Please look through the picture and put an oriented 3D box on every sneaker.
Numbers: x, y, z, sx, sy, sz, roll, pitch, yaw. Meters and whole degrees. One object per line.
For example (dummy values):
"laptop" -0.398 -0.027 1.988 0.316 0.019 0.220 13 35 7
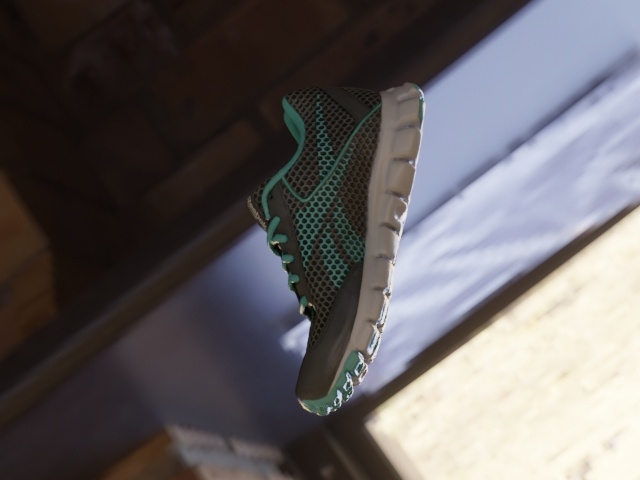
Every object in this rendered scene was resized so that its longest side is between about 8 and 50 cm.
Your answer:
"sneaker" 0.000 0.000 0.907 0.076 0.166 0.065 11 158 2
